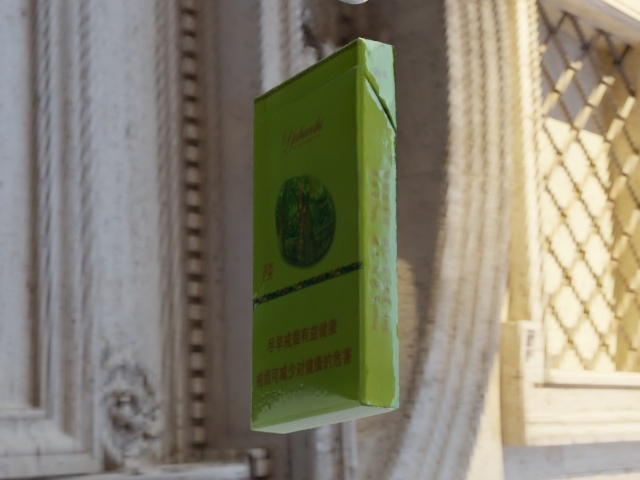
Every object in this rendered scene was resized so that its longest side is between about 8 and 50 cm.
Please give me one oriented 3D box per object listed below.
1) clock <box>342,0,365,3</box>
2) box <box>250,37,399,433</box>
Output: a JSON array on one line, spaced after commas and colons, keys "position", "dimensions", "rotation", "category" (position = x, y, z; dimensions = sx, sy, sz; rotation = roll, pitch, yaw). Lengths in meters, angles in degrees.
[{"position": [-0.057, -0.413, 1.538], "dimensions": [0.108, 0.324, 0.265], "rotation": [-48, -126, -3], "category": "clock"}, {"position": [0.000, 0.000, 1.287], "dimensions": [0.187, 0.047, 0.335], "rotation": [-22, -116, 54], "category": "box"}]
